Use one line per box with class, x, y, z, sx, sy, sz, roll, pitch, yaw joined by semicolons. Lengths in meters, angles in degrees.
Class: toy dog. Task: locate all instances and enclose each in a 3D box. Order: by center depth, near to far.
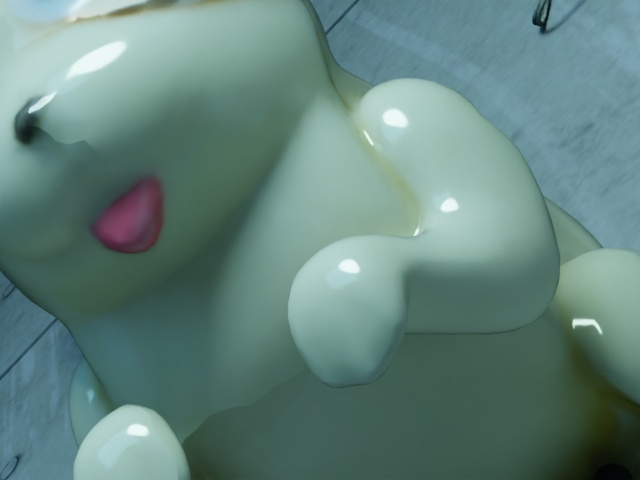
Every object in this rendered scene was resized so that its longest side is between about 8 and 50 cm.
toy dog;0.000;0.000;0.915;0.284;0.408;0.395;-37;24;30

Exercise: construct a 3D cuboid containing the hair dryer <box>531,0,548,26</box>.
hair dryer;0.256;-0.301;1.397;0.293;0.080;0.223;-57;21;-20
